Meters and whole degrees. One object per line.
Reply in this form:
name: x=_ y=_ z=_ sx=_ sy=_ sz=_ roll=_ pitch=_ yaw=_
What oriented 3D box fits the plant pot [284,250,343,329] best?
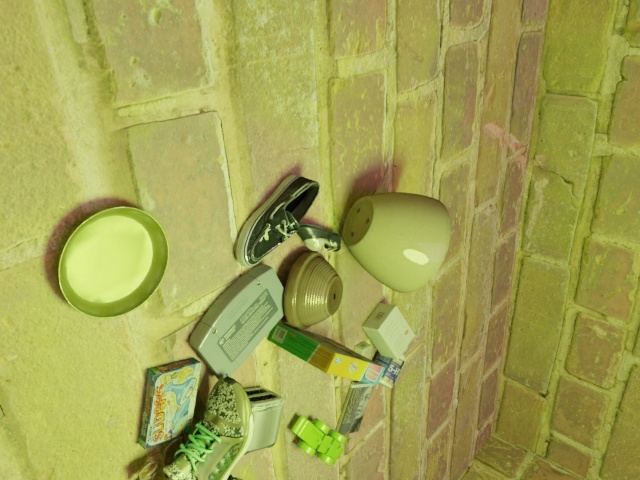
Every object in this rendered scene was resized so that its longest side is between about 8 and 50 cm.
plant pot: x=-0.005 y=0.155 z=1.551 sx=0.237 sy=0.110 sz=0.237 roll=10 pitch=90 yaw=-66

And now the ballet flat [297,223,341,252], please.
ballet flat: x=0.000 y=0.000 z=1.559 sx=0.203 sy=0.074 sz=0.074 roll=15 pitch=93 yaw=-55

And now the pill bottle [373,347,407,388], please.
pill bottle: x=0.273 y=0.482 z=2.075 sx=0.186 sy=0.112 sz=0.112 roll=-62 pitch=142 yaw=-13

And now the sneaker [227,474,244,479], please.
sneaker: x=-0.248 y=0.776 z=1.594 sx=0.077 sy=0.072 sz=0.178 roll=-59 pitch=148 yaw=-32

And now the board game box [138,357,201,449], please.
board game box: x=-0.376 y=0.404 z=1.301 sx=0.136 sy=0.035 sz=0.201 roll=-4 pitch=108 yaw=-50

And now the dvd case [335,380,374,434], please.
dvd case: x=0.138 y=0.659 z=2.060 sx=0.165 sy=0.018 sz=0.221 roll=17 pitch=91 yaw=-52

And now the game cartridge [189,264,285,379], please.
game cartridge: x=-0.213 y=0.213 z=1.410 sx=0.297 sy=0.062 sz=0.198 roll=-48 pitch=133 yaw=-27

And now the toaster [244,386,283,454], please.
toaster: x=-0.196 y=0.513 z=1.496 sx=0.227 sy=0.129 sz=0.146 roll=12 pitch=94 yaw=-51

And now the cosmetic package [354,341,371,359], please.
cosmetic package: x=0.156 y=0.448 z=1.972 sx=0.060 sy=0.041 sz=0.114 roll=-13 pitch=115 yaw=-49

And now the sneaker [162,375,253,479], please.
sneaker: x=-0.301 y=0.546 z=1.308 sx=0.182 sy=0.158 sz=0.409 roll=23 pitch=85 yaw=-62

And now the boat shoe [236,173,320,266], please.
boat shoe: x=-0.105 y=-0.049 z=1.389 sx=0.301 sy=0.102 sz=0.108 roll=-53 pitch=139 yaw=-22

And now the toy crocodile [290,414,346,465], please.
toy crocodile: x=-0.008 y=0.705 z=1.845 sx=0.115 sy=0.105 sz=0.340 roll=-57 pitch=136 yaw=-17

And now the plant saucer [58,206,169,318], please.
plant saucer: x=-0.429 y=0.043 z=1.082 sx=0.241 sy=0.037 sz=0.240 roll=-24 pitch=124 yaw=-43

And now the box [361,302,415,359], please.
box: x=0.259 y=0.344 z=1.980 sx=0.130 sy=0.091 sz=0.170 roll=-47 pitch=119 yaw=-28

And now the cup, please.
cup: x=0.212 y=-0.022 z=1.664 sx=0.237 sy=0.331 sz=0.330 roll=21 pitch=89 yaw=-26

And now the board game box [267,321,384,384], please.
board game box: x=0.024 y=0.349 z=1.605 sx=0.317 sy=0.242 sz=0.064 roll=31 pitch=82 yaw=-51

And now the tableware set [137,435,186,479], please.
tableware set: x=-0.408 y=0.579 z=1.324 sx=0.169 sy=0.020 sz=0.141 roll=-28 pitch=142 yaw=-43
